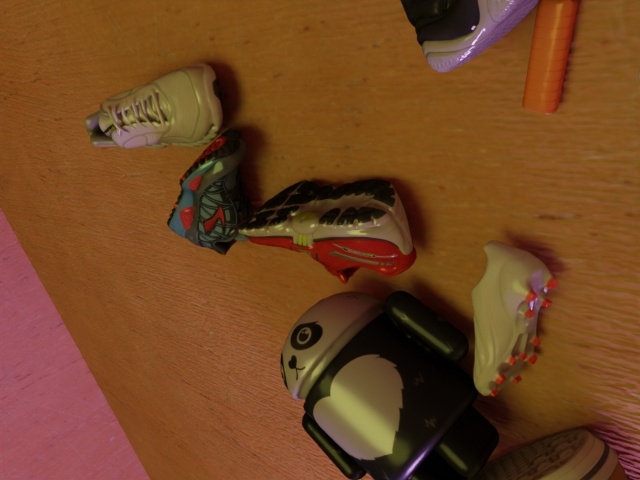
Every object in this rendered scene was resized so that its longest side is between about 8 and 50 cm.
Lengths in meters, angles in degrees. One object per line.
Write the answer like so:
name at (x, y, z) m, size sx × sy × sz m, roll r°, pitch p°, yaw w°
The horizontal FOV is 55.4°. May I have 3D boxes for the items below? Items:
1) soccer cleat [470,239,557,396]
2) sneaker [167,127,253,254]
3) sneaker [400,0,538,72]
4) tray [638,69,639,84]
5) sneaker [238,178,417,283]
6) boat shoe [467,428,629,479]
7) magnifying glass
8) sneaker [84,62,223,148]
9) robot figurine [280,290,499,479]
soccer cleat at (0.189, 0.085, 0.637) m, size 0.076 × 0.068 × 0.196 m, roll 45°, pitch 147°, yaw 40°
sneaker at (-0.134, -0.061, 0.891) m, size 0.125 × 0.104 × 0.262 m, roll 36°, pitch 150°, yaw -3°
sneaker at (0.110, -0.236, 0.377) m, size 0.153 × 0.101 × 0.268 m, roll 51°, pitch 148°, yaw 4°
tray at (0.287, 0.013, 0.378) m, size 0.145 × 0.030 × 0.270 m, roll 11°, pitch 129°, yaw 61°
sneaker at (0.000, 0.000, 0.757) m, size 0.279 × 0.107 × 0.118 m, roll 7°, pitch 133°, yaw 51°
boat shoe at (0.199, 0.383, 0.771) m, size 0.156 × 0.187 × 0.500 m, roll 54°, pitch 141°, yaw 12°
magnifying glass at (0.175, -0.202, 0.437) m, size 0.092 × 0.026 × 0.231 m, roll 27°, pitch 138°, yaw 35°
sneaker at (-0.239, -0.176, 0.866) m, size 0.292 × 0.118 × 0.110 m, roll -5°, pitch 99°, yaw 50°
robot figurine at (0.077, 0.187, 0.751) m, size 0.278 × 0.209 × 0.173 m, roll 41°, pitch 167°, yaw 19°
